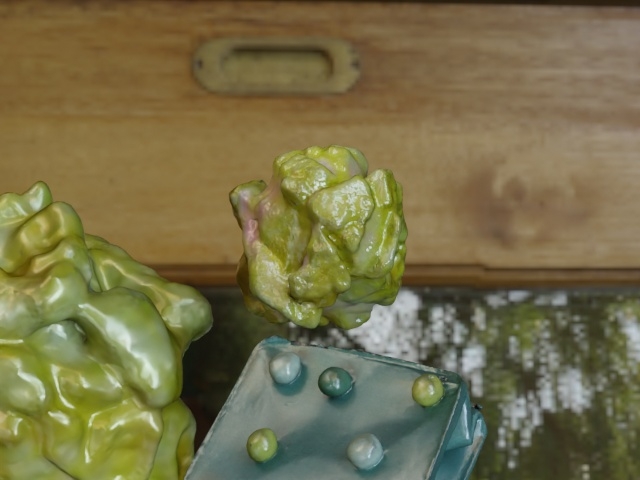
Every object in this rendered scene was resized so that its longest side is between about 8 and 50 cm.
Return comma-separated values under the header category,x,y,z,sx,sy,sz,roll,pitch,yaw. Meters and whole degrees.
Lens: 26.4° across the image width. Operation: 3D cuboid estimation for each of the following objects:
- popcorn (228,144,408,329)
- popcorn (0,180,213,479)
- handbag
category,x,y,z,sx,sy,sz,roll,pitch,yaw
popcorn,0.000,0.000,0.960,0.145,0.126,0.126,133,-60,-69
popcorn,-0.243,0.099,1.088,0.312,0.312,0.312,180,-90,-85
handbag,-0.001,0.219,1.295,0.274,0.269,0.100,-57,141,-31
